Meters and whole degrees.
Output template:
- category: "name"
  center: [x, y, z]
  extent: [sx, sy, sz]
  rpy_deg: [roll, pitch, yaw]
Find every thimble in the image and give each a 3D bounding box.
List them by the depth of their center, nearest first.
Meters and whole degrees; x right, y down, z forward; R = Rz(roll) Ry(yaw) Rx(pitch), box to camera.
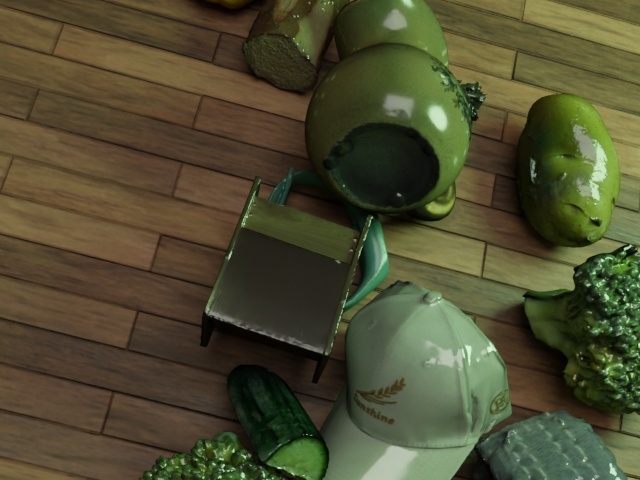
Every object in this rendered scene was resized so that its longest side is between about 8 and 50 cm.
- category: "thimble"
  center: [0.315, 0.358, 1.341]
  extent: [0.172, 0.205, 0.236]
  rpy_deg: [-12, 68, -12]

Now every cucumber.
- category: "cucumber"
  center: [-0.062, 0.226, 1.325]
  extent: [0.115, 0.244, 0.063]
  rpy_deg: [35, 94, -33]

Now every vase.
- category: "vase"
  center: [0.123, -0.170, 1.490]
  extent: [0.240, 0.329, 0.302]
  rpy_deg: [-19, 38, 23]

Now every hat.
- category: "hat"
  center: [0.084, 0.215, 1.334]
  extent: [0.257, 0.168, 0.301]
  rpy_deg: [26, 71, 38]

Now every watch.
- category: "watch"
  center: [0.000, 0.000, 1.507]
  extent: [0.195, 0.068, 0.237]
  rpy_deg: [-8, 74, -10]

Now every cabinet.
- category: "cabinet"
  center: [-0.048, 0.058, 1.365]
  extent: [0.174, 0.148, 0.215]
  rpy_deg: [18, 65, 0]

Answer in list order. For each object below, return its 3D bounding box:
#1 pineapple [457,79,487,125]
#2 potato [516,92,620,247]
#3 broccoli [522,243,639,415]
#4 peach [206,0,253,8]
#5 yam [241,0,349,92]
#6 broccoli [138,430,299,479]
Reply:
- category: "pineapple"
  center: [0.159, -0.275, 1.626]
  extent: [0.251, 0.125, 0.125]
  rpy_deg: [34, 67, -7]
- category: "potato"
  center: [0.385, -0.111, 1.558]
  extent: [0.143, 0.169, 0.248]
  rpy_deg: [5, 76, -47]
- category: "broccoli"
  center: [0.402, 0.135, 1.436]
  extent: [0.248, 0.245, 0.288]
  rpy_deg: [-36, 114, -46]
- category: "peach"
  center: [-0.158, -0.469, 1.640]
  extent: [0.179, 0.103, 0.179]
  rpy_deg: [3, 71, -8]
- category: "yam"
  center: [-0.028, -0.374, 1.615]
  extent: [0.128, 0.129, 0.238]
  rpy_deg: [14, 63, 15]
- category: "broccoli"
  center: [-0.109, 0.418, 1.211]
  extent: [0.323, 0.272, 0.334]
  rpy_deg: [17, 54, -8]
